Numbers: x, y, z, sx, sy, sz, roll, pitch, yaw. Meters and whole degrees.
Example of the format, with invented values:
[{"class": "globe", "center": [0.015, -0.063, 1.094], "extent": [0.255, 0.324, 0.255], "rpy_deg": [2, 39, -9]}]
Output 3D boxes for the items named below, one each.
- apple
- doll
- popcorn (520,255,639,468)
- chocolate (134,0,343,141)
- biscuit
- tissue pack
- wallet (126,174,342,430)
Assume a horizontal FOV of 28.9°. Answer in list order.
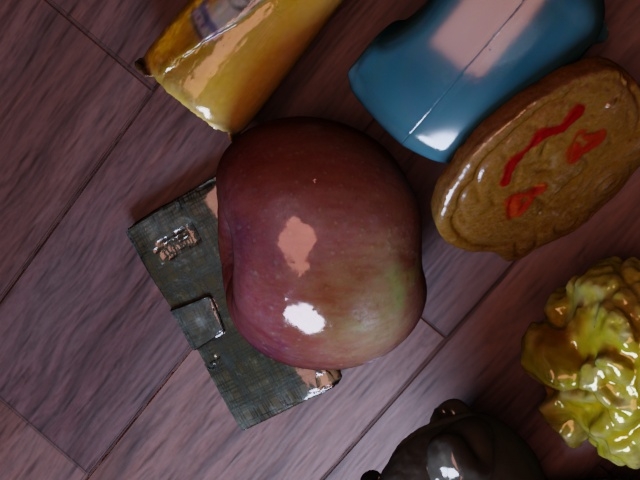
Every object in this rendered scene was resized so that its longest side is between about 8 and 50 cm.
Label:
[{"class": "apple", "center": [0.000, 0.000, 1.470], "extent": [0.235, 0.306, 0.305], "rpy_deg": [-8, 101, -9]}, {"class": "doll", "center": [0.238, 0.301, 1.437], "extent": [0.379, 0.382, 0.252], "rpy_deg": [-9, 84, 9]}, {"class": "popcorn", "center": [0.346, 0.152, 1.459], "extent": [0.237, 0.206, 0.251], "rpy_deg": [38, 127, -14]}, {"class": "chocolate", "center": [-0.033, -0.335, 1.475], "extent": [0.162, 0.162, 0.445], "rpy_deg": [41, 106, 3]}, {"class": "biscuit", "center": [0.259, -0.081, 1.414], "extent": [0.273, 0.257, 0.049], "rpy_deg": [-43, 51, 17]}, {"class": "tissue pack", "center": [0.188, -0.223, 1.413], "extent": [0.206, 0.198, 0.287], "rpy_deg": [40, 108, 1]}, {"class": "wallet", "center": [-0.113, 0.082, 1.634], "extent": [0.169, 0.044, 0.317], "rpy_deg": [-28, 93, 19]}]
